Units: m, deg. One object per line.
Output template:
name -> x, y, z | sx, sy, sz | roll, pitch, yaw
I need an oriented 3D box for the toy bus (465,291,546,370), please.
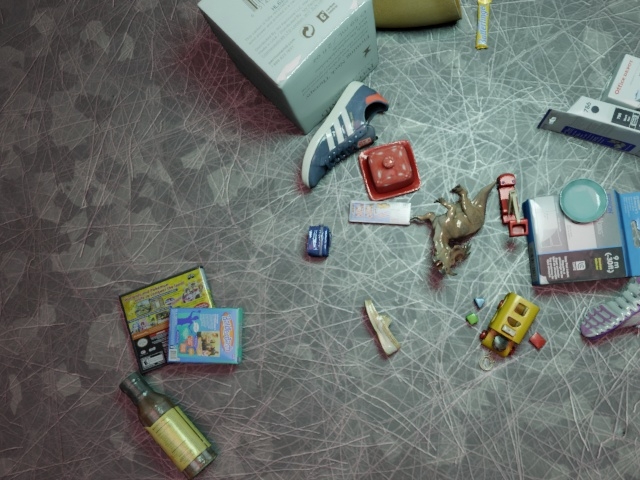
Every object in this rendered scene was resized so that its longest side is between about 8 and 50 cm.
toy bus -> 0.509, 0.240, 1.646 | 0.191, 0.104, 0.202 | -15, 80, 6

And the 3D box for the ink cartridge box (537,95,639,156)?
ink cartridge box -> 0.778, -0.314, 1.649 | 0.332, 0.165, 0.065 | 18, 86, 9

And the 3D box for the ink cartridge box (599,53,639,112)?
ink cartridge box -> 0.905, -0.414, 1.687 | 0.190, 0.082, 0.140 | 24, 86, 9

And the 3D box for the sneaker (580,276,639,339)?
sneaker -> 0.817, 0.202, 1.619 | 0.236, 0.095, 0.104 | -38, 114, 12

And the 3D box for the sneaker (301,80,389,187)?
sneaker -> 0.077, -0.292, 1.762 | 0.148, 0.131, 0.350 | 30, 87, 15

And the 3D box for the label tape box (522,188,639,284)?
label tape box -> 0.741, -0.012, 1.645 | 0.333, 0.106, 0.241 | -6, 82, 7

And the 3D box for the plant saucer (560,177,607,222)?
plant saucer -> 0.694, -0.105, 1.600 | 0.119, 0.021, 0.119 | -2, 80, 9

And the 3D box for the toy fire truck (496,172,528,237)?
toy fire truck -> 0.527, -0.100, 1.671 | 0.047, 0.135, 0.192 | -6, 82, 7

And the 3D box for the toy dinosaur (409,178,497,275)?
toy dinosaur -> 0.393, -0.040, 1.696 | 0.295, 0.127, 0.200 | -35, 87, -10

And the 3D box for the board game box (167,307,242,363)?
board game box -> -0.333, 0.274, 1.752 | 0.210, 0.047, 0.160 | 0, 83, 9

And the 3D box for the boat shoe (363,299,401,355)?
boat shoe -> 0.177, 0.239, 1.718 | 0.059, 0.063, 0.170 | -25, 89, 2

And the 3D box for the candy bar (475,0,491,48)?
candy bar -> 0.486, -0.647, 1.808 | 0.040, 0.018, 0.161 | 4, 83, 9

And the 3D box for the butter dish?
butter dish -> 0.199, -0.213, 1.741 | 0.160, 0.118, 0.160 | -15, 81, 5

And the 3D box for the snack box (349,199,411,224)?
snack box -> 0.175, -0.082, 1.776 | 0.178, 0.022, 0.064 | 3, 84, 8

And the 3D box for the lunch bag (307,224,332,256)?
lunch bag -> 0.000, 0.000, 1.767 | 0.065, 0.067, 0.098 | 3, 82, 8

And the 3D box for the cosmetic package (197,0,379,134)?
cosmetic package -> -0.067, -0.568, 1.684 | 0.329, 0.393, 0.327 | -45, 79, 1

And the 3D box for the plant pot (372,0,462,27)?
plant pot -> 0.259, -0.723, 1.763 | 0.254, 0.237, 0.237 | -12, 81, 22

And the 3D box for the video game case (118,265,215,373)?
video game case -> -0.446, 0.237, 1.817 | 0.275, 0.035, 0.248 | -20, 81, 6

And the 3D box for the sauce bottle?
sauce bottle -> -0.445, 0.525, 1.743 | 0.111, 0.111, 0.344 | -44, 77, 1
